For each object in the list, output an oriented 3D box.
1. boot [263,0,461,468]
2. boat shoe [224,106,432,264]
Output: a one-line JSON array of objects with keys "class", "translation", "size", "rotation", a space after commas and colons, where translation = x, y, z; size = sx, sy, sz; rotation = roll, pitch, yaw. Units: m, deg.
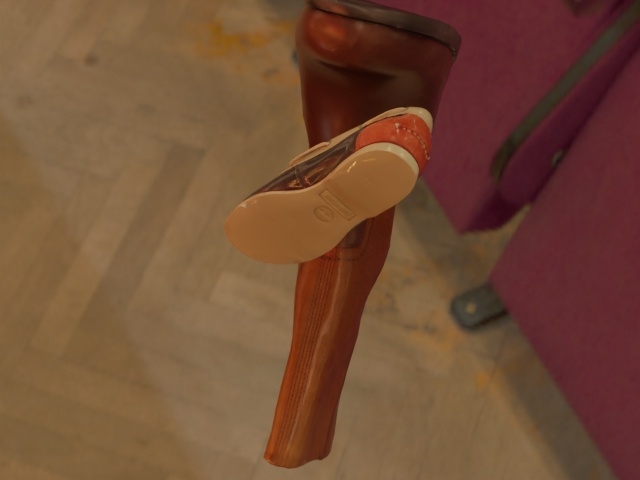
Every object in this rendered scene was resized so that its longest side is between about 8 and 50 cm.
[{"class": "boot", "translation": [0.000, 0.000, 0.852], "size": [0.096, 0.264, 0.280], "rotation": [17, 84, 3]}, {"class": "boat shoe", "translation": [0.004, -0.028, 0.709], "size": [0.049, 0.137, 0.043], "rotation": [42, 45, -21]}]
